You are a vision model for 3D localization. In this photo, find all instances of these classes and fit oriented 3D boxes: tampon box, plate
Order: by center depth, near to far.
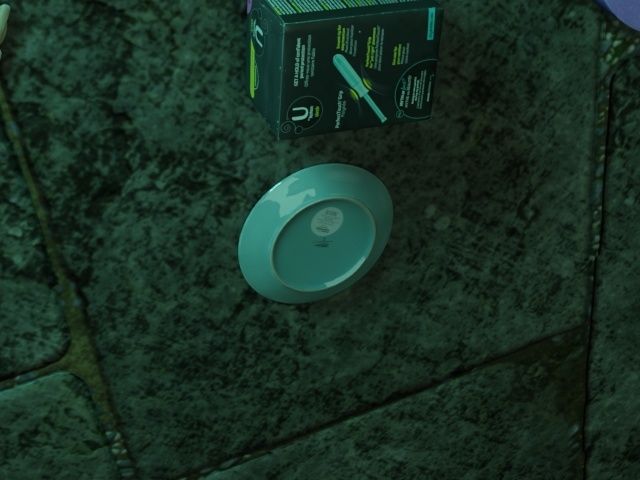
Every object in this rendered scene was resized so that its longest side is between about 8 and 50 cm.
[{"bbox_3d":[0.019,-0.180,1.064,0.161,0.101,0.120,-10,127,-20],"label":"tampon box"},{"bbox_3d":[0.000,0.000,1.242,0.188,0.024,0.188,-13,129,-17],"label":"plate"}]

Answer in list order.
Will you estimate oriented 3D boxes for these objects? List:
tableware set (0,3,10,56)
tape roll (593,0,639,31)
[{"bbox_3d":[-0.353,-0.168,0.935,0.168,0.020,0.141,25,110,-38],"label":"tableware set"},{"bbox_3d":[0.369,-0.350,1.129,0.274,0.090,0.275,-14,128,-18],"label":"tape roll"}]
